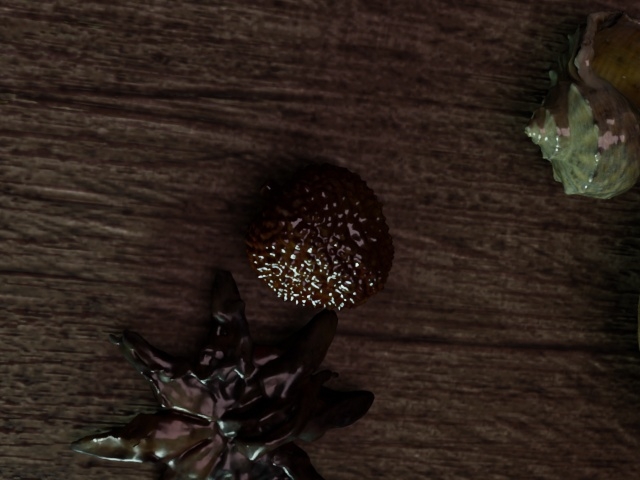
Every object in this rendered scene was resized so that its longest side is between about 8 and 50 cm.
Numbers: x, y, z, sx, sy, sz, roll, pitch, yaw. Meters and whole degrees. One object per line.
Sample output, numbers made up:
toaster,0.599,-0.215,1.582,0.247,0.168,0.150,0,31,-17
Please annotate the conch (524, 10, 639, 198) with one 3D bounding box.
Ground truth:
conch,0.260,-0.119,1.247,0.207,0.130,0.155,-11,118,-24

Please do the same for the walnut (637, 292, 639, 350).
walnut,0.452,0.086,1.250,0.384,0.383,0.383,-3,103,-16

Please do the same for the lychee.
lychee,0.003,-0.002,1.202,0.129,0.123,0.123,23,95,-17

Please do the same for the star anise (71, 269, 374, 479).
star anise,-0.069,0.164,1.227,0.272,0.102,0.272,-3,105,-13
